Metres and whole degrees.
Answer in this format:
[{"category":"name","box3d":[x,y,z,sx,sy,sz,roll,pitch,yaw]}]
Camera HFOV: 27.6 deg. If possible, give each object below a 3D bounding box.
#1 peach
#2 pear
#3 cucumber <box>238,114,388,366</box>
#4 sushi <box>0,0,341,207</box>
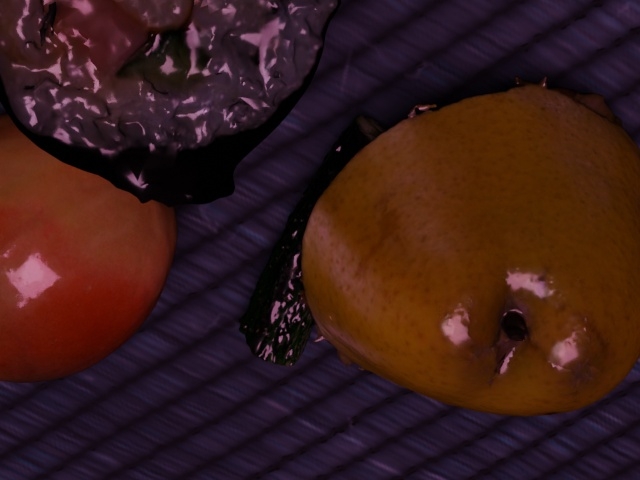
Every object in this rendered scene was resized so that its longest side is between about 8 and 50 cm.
[{"category":"peach","box3d":[-0.185,0.001,0.868,0.184,0.184,0.184,-1,112,-1]},{"category":"pear","box3d":[0.131,0.040,0.864,0.267,0.178,0.267,-9,124,-13]},{"category":"cucumber","box3d":[-0.001,0.000,0.932,0.058,0.058,0.187,24,109,-11]},{"category":"sushi","box3d":[-0.113,-0.158,0.784,0.238,0.219,0.225,16,100,-32]}]
